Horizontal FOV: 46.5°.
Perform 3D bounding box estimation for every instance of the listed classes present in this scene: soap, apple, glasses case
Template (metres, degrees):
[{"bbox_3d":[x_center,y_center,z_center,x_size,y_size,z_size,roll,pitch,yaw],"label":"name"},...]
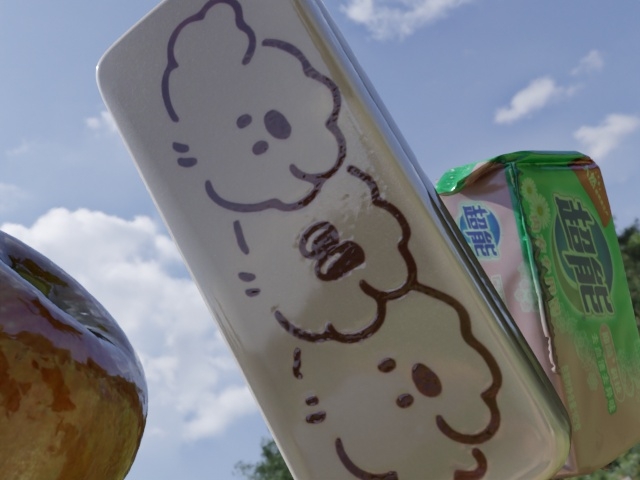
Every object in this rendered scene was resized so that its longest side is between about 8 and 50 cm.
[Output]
[{"bbox_3d":[0.206,0.061,0.668,0.098,0.274,0.217,-14,-6,43],"label":"soap"},{"bbox_3d":[-0.394,0.164,0.776,0.333,0.400,0.400,-47,-25,-5],"label":"apple"},{"bbox_3d":[0.000,0.000,0.434,0.144,0.337,0.076,-34,-13,17],"label":"glasses case"}]
